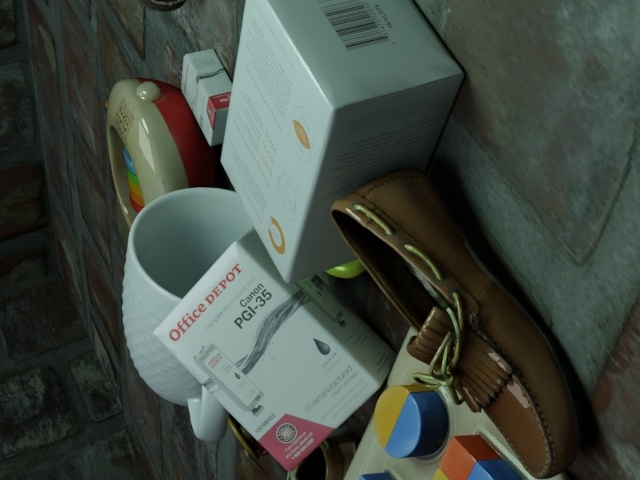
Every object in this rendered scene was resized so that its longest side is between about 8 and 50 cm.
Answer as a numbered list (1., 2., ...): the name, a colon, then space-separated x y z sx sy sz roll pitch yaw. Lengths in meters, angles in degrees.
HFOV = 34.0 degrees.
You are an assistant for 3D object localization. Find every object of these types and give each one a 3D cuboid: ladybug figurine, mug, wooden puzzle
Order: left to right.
1. ladybug figurine: -0.294 -0.134 1.990 0.305 0.162 0.449 59 158 29
2. mug: -0.194 0.155 1.750 0.328 0.276 0.374 107 159 -44
3. wooden puzzle: 0.129 0.326 1.311 0.348 0.080 0.322 48 124 49

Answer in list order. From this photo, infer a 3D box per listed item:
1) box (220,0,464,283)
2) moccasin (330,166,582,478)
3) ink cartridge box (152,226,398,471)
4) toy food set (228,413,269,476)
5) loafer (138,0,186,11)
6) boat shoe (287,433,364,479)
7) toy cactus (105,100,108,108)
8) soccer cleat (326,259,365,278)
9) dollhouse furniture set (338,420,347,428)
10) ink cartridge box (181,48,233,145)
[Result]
1. box: 0.010 -0.142 1.270 0.215 0.168 0.345 61 155 25
2. moccasin: 0.143 0.093 1.141 0.380 0.147 0.139 59 154 11
3. ink cartridge box: -0.066 0.149 1.482 0.283 0.117 0.207 44 112 2
4. toy food set: -0.145 0.386 2.195 0.218 0.071 0.128 51 174 47
5. loafer: -0.266 -0.540 1.667 0.130 0.134 0.366 40 142 54
6. boat shoe: 0.005 0.371 1.708 0.324 0.120 0.122 135 134 -63
7. toy cactus: -0.361 -0.235 2.198 0.219 0.112 0.180 36 149 43
8. soccer cleat: 0.001 -0.001 1.546 0.121 0.093 0.289 49 168 -34
9. dollhouse furniture set: -0.023 0.231 1.643 0.101 0.161 0.182 60 156 28
10. ink cartridge box: -0.188 -0.248 1.808 0.135 0.056 0.099 62 156 26
